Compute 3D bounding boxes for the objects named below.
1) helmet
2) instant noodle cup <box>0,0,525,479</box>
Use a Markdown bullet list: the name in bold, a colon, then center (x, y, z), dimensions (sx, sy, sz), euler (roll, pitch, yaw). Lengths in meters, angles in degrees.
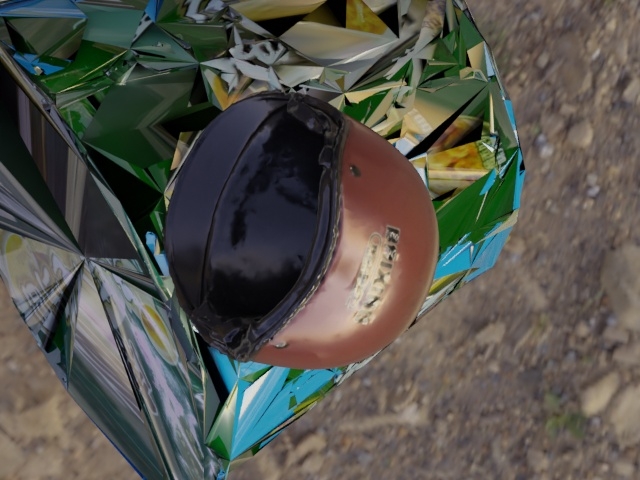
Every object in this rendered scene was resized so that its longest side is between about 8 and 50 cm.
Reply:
- **helmet**: center (0.000, 0.000, 0.371), dimensions (0.049, 0.084, 0.065), euler (18, 101, -29)
- **instant noodle cup**: center (-0.037, -0.029, 0.642), dimensions (0.240, 0.178, 0.240), euler (45, 153, 32)
